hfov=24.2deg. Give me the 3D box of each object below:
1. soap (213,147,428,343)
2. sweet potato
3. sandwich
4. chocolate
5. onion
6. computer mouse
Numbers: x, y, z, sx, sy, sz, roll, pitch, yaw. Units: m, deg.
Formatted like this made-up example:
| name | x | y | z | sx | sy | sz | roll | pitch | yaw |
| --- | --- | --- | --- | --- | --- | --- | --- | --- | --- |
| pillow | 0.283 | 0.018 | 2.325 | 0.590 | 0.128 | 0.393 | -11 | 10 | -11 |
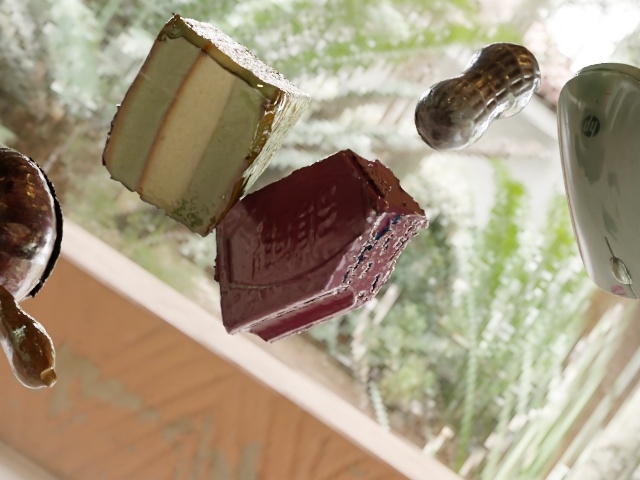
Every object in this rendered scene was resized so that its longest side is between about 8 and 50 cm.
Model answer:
| name | x | y | z | sx | sy | sz | roll | pitch | yaw |
| --- | --- | --- | --- | --- | --- | --- | --- | --- | --- |
| soap | 0.000 | 0.000 | 1.640 | 0.099 | 0.250 | 0.162 | 18 | 57 | -44 |
| sweet potato | -0.334 | 0.104 | 1.661 | 0.056 | 0.056 | 0.195 | 31 | 12 | -45 |
| sandwich | -0.104 | -0.160 | 1.615 | 0.155 | 0.227 | 0.198 | 34 | 43 | 2 |
| chocolate | 0.151 | -0.137 | 1.415 | 0.072 | 0.167 | 0.072 | 28 | -43 | 30 |
| onion | -0.440 | -0.010 | 1.879 | 0.246 | 0.246 | 0.190 | 36 | 8 | 21 |
| computer mouse | 0.344 | -0.063 | 1.726 | 0.159 | 0.288 | 0.097 | 7 | 18 | 44 |
